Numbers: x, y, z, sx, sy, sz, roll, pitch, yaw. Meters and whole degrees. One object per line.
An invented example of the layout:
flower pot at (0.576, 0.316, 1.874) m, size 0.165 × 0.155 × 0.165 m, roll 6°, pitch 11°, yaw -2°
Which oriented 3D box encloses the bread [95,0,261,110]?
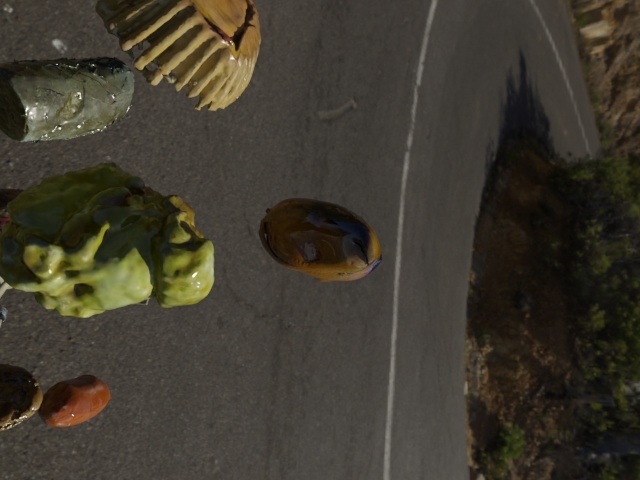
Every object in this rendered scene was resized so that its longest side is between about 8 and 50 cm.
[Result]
bread at (-0.191, -0.327, 0.757) m, size 0.274 × 0.149 × 0.274 m, roll 47°, pitch 28°, yaw -35°

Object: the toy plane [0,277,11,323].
toy plane at (-0.577, 0.126, 0.857) m, size 0.108 × 0.286 × 0.092 m, roll 33°, pitch 32°, yaw -38°

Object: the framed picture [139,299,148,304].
framed picture at (-0.510, 0.070, 1.365) m, size 0.015 × 0.150 × 0.203 m, roll 86°, pitch 12°, yaw -63°

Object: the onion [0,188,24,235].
onion at (-0.732, -0.006, 1.220) m, size 0.246 × 0.190 × 0.246 m, roll -3°, pitch 90°, yaw -79°

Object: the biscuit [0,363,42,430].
biscuit at (-0.776, 0.361, 1.189) m, size 0.226 × 0.226 × 0.042 m, roll -23°, pitch 138°, yaw -58°

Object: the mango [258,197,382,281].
mango at (0.000, 0.000, 1.157) m, size 0.152 × 0.287 × 0.201 m, roll -48°, pitch 159°, yaw -62°

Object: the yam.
yam at (-0.328, -0.178, 0.636) m, size 0.183 × 0.107 × 0.107 m, roll -41°, pitch 118°, yaw -61°

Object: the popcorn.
popcorn at (-0.304, -0.008, 0.749) m, size 0.174 × 0.286 × 0.225 m, roll 108°, pitch -23°, yaw -49°

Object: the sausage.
sausage at (-0.720, 0.476, 1.501) m, size 0.258 × 0.133 × 0.133 m, roll 36°, pitch 49°, yaw -82°
